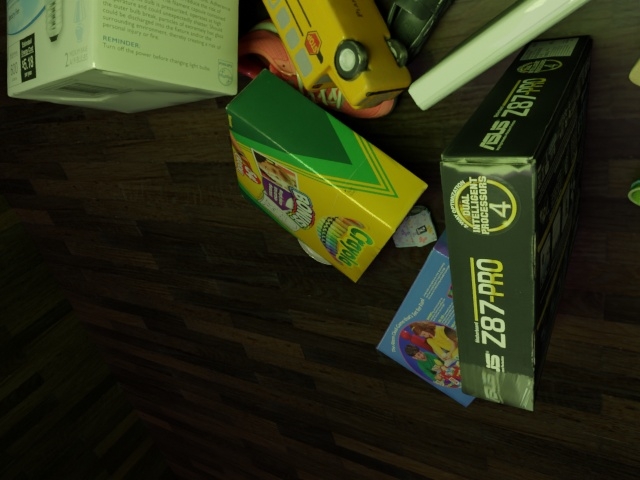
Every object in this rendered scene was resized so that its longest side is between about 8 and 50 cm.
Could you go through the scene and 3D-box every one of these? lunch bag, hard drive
[{"bbox_3d":[0.177,-0.027,0.987,0.083,0.053,0.071,-4,124,34],"label":"lunch bag"},{"bbox_3d":[0.264,-0.280,0.609,0.307,0.203,0.040,-29,103,46],"label":"hard drive"}]

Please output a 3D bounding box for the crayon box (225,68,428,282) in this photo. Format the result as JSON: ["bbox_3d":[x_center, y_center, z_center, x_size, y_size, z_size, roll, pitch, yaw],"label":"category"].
[{"bbox_3d":[-0.007,-0.088,0.930,0.313,0.106,0.363,38,164,6],"label":"crayon box"}]

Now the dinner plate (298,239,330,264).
[{"bbox_3d":[0.000,0.000,1.168,0.141,0.017,0.141,21,134,24],"label":"dinner plate"}]

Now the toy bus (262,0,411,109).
[{"bbox_3d":[0.001,-0.343,0.757,0.130,0.108,0.333,-30,84,49],"label":"toy bus"}]

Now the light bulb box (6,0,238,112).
[{"bbox_3d":[-0.315,-0.405,0.797,0.358,0.225,0.361,6,97,43],"label":"light bulb box"}]

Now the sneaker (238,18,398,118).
[{"bbox_3d":[-0.023,-0.272,0.881,0.313,0.136,0.116,26,135,17],"label":"sneaker"}]

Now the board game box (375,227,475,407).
[{"bbox_3d":[0.278,0.168,1.044,0.233,0.078,0.347,32,136,13],"label":"board game box"}]

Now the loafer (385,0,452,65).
[{"bbox_3d":[0.146,-0.344,0.739,0.076,0.078,0.223,35,137,8],"label":"loafer"}]

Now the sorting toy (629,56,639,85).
[{"bbox_3d":[0.525,-0.238,0.531,0.257,0.089,0.255,31,136,12],"label":"sorting toy"}]

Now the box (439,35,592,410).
[{"bbox_3d":[0.267,-0.045,0.654,0.097,0.395,0.318,5,126,32],"label":"box"}]

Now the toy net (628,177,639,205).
[{"bbox_3d":[0.464,-0.099,0.641,0.122,0.045,0.232,20,168,32],"label":"toy net"}]
